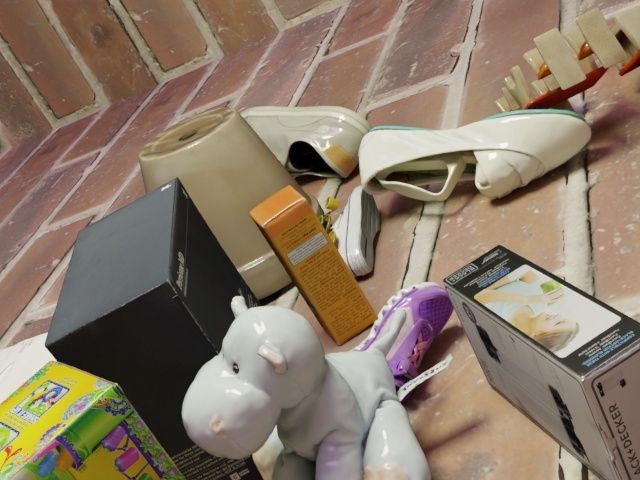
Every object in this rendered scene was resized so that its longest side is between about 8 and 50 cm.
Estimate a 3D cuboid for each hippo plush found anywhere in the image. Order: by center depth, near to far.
[{"bbox_3d":[-0.009,0.185,1.052,0.294,0.236,0.234,-49,38,1],"label":"hippo plush"}]

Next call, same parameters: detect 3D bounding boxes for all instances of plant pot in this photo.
[{"bbox_3d":[-0.179,-0.073,1.729,0.323,0.280,0.323,-21,23,9],"label":"plant pot"}]

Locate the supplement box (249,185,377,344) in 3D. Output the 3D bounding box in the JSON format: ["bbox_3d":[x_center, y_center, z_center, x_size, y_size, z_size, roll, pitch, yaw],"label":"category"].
[{"bbox_3d":[-0.008,0.038,1.407,0.080,0.233,0.078,-36,25,-6],"label":"supplement box"}]

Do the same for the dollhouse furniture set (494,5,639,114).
[{"bbox_3d":[0.435,-0.260,1.561,0.259,0.135,0.262,-27,-10,-9],"label":"dollhouse furniture set"}]

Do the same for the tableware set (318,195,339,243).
[{"bbox_3d":[0.000,0.000,1.607,0.104,0.024,0.154,144,145,-64],"label":"tableware set"}]

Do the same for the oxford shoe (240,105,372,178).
[{"bbox_3d":[-0.075,-0.193,2.037,0.449,0.169,0.130,4,63,50],"label":"oxford shoe"}]

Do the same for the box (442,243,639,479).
[{"bbox_3d":[0.256,0.130,1.028,0.087,0.169,0.290,-31,23,-8],"label":"box"}]

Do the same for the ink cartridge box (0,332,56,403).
[{"bbox_3d":[-0.359,0.266,1.354,0.168,0.232,0.171,-20,27,21],"label":"ink cartridge box"}]

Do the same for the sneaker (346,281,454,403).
[{"bbox_3d":[0.098,0.155,1.253,0.236,0.095,0.104,-42,34,-15],"label":"sneaker"}]

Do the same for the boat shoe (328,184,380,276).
[{"bbox_3d":[0.048,-0.017,1.633,0.076,0.083,0.226,-19,27,19],"label":"boat shoe"}]

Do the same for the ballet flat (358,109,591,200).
[{"bbox_3d":[0.240,-0.124,1.583,0.400,0.139,0.139,-1,36,31],"label":"ballet flat"}]

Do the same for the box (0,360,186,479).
[{"bbox_3d":[-0.289,0.340,1.067,0.279,0.290,0.177,-43,27,-28],"label":"box"}]

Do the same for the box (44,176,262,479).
[{"bbox_3d":[-0.196,0.133,1.336,0.179,0.312,0.343,-27,24,6],"label":"box"}]
